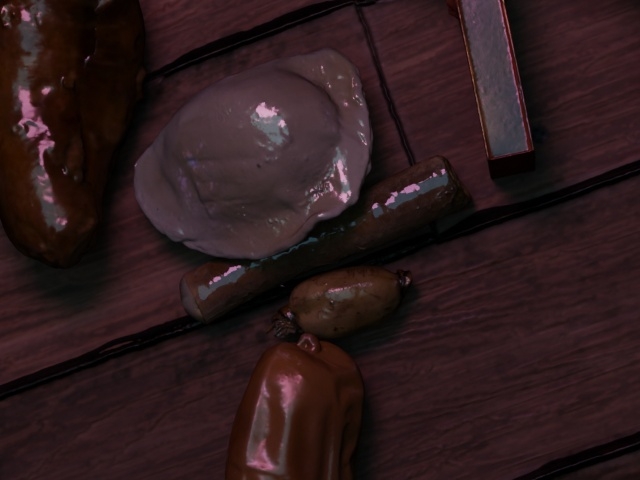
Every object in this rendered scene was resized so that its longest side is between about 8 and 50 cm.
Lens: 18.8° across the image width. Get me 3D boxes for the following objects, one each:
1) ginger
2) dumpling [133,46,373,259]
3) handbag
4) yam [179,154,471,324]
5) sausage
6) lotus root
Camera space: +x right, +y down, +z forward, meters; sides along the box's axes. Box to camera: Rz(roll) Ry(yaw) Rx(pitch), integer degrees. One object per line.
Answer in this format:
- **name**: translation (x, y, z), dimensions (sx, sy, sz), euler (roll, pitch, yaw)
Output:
- **ginger**: translation (-0.257, -0.134, 1.884), dimensions (0.165, 0.172, 0.321), euler (3, 90, -29)
- **dumpling**: translation (-0.060, -0.070, 1.848), dimensions (0.252, 0.131, 0.179), euler (-25, 74, 7)
- **handbag**: translation (0.163, -0.162, 1.831), dimensions (0.063, 0.127, 0.190), euler (-11, 83, 6)
- **yam**: translation (0.000, 0.000, 1.872), dimensions (0.299, 0.066, 0.066), euler (-25, 81, 7)
- **sausage**: translation (-0.026, 0.208, 1.822), dimensions (0.120, 0.136, 0.241), euler (6, 81, 16)
- **lotus root**: translation (0.018, 0.062, 1.856), dimensions (0.152, 0.072, 0.063), euler (-18, 61, 4)
